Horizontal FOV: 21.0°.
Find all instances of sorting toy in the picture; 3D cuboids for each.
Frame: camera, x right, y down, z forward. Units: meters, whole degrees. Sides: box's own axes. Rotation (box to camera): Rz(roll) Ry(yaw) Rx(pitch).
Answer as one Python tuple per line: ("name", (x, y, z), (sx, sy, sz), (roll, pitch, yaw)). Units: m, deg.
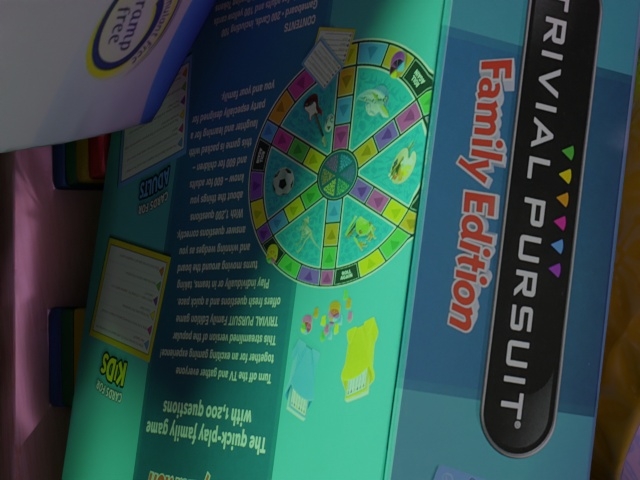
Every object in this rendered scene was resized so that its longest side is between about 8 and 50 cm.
("sorting toy", (-0.016, -0.011, 0.815), (0.255, 0.089, 0.257), (1, 87, -29))

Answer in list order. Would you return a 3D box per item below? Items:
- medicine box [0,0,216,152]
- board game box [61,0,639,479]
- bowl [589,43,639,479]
("medicine box", (-0.138, -0.217, 0.579), (0.289, 0.263, 0.149), (40, 27, 18))
("board game box", (0.000, 0.000, 0.627), (0.079, 0.254, 0.336), (11, 83, -29))
("bowl", (0.185, -0.020, 0.872), (0.289, 0.289, 0.156), (-38, 62, -25))
